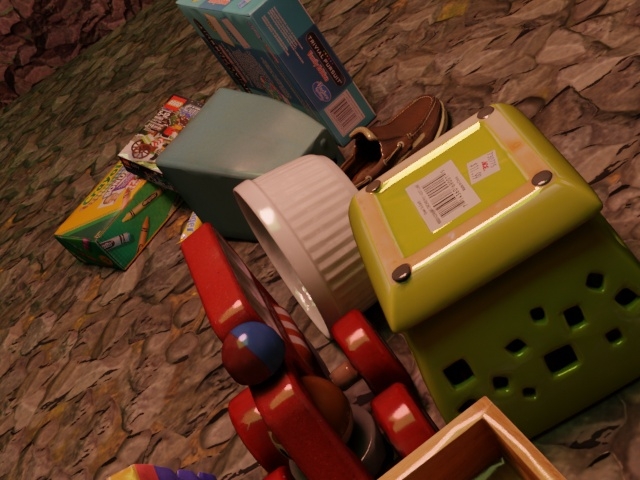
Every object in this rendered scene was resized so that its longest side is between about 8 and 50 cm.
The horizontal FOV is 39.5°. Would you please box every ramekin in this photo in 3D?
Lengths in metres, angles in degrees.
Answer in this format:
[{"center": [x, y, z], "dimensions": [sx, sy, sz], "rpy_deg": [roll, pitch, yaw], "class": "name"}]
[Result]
[{"center": [0.000, 0.000, 1.023], "dimensions": [0.109, 0.207, 0.207], "rpy_deg": [-33, 30, -7], "class": "ramekin"}]

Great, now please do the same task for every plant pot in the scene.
[{"center": [0.158, 0.022, 0.813], "dimensions": [0.227, 0.207, 0.228], "rpy_deg": [-32, 32, 10], "class": "plant pot"}, {"center": [-0.077, -0.101, 1.283], "dimensions": [0.234, 0.165, 0.166], "rpy_deg": [13, 57, 44], "class": "plant pot"}]

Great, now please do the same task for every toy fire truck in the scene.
[{"center": [-0.023, 0.135, 0.804], "dimensions": [0.169, 0.254, 0.302], "rpy_deg": [-37, 32, 3], "class": "toy fire truck"}]

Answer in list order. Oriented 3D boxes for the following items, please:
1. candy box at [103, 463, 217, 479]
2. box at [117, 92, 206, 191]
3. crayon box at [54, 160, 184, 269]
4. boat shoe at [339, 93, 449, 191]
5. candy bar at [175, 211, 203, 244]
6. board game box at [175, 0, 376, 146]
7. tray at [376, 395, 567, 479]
[{"center": [-0.176, 0.337, 0.575], "dimensions": [0.317, 0.122, 0.268], "rpy_deg": [-30, 66, 10], "class": "candy box"}, {"center": [-0.200, -0.150, 1.488], "dimensions": [0.233, 0.044, 0.159], "rpy_deg": [22, 63, 27], "class": "box"}, {"center": [-0.326, -0.080, 1.588], "dimensions": [0.165, 0.081, 0.278], "rpy_deg": [5, 51, 49], "class": "crayon box"}, {"center": [0.085, -0.117, 1.185], "dimensions": [0.095, 0.095, 0.257], "rpy_deg": [0, 47, 47], "class": "boat shoe"}, {"center": [-0.198, -0.050, 1.475], "dimensions": [0.040, 0.018, 0.161], "rpy_deg": [-18, 37, 31], "class": "candy bar"}, {"center": [-0.080, -0.299, 1.448], "dimensions": [0.079, 0.254, 0.336], "rpy_deg": [-43, 31, -9], "class": "board game box"}, {"center": [0.146, 0.295, 0.495], "dimensions": [0.203, 0.076, 0.411], "rpy_deg": [-37, 43, -5], "class": "tray"}]
